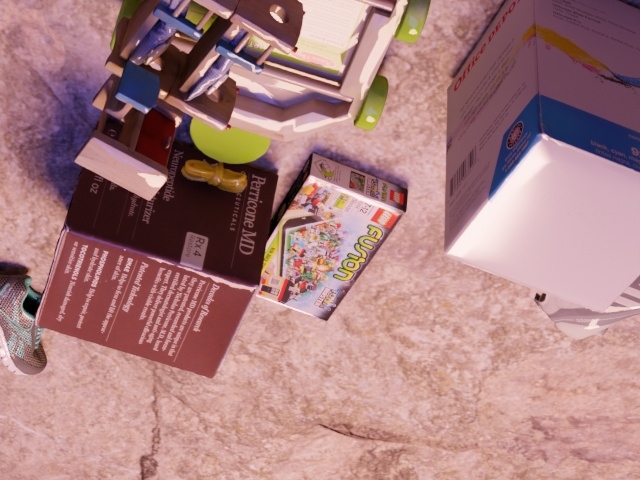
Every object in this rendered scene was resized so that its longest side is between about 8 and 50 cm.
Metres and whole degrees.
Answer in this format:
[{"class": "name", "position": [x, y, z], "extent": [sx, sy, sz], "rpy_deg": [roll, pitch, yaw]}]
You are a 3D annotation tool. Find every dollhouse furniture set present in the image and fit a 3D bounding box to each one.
[{"class": "dollhouse furniture set", "position": [-0.108, -0.137, 1.282], "extent": [0.129, 0.184, 0.129], "rpy_deg": [28, 134, -20]}]

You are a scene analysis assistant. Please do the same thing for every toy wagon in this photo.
[{"class": "toy wagon", "position": [-0.061, -0.184, 1.412], "extent": [0.267, 0.068, 0.344], "rpy_deg": [17, 137, -8]}]

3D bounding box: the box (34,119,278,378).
[{"class": "box", "position": [-0.171, 0.009, 1.559], "extent": [0.203, 0.168, 0.167], "rpy_deg": [17, 136, -9]}]

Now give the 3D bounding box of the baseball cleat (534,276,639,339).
[{"class": "baseball cleat", "position": [0.320, 0.039, 1.587], "extent": [0.206, 0.072, 0.109], "rpy_deg": [-34, 116, 32]}]

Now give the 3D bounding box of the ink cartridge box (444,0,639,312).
[{"class": "ink cartridge box", "position": [0.223, -0.093, 1.343], "extent": [0.168, 0.233, 0.171], "rpy_deg": [20, 136, -15]}]

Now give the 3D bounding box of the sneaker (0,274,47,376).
[{"class": "sneaker", "position": [-0.350, 0.101, 1.766], "extent": [0.076, 0.065, 0.166], "rpy_deg": [-8, 136, 11]}]

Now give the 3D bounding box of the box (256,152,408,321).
[{"class": "box", "position": [0.000, 0.000, 1.620], "extent": [0.114, 0.036, 0.207], "rpy_deg": [20, 136, -13]}]
